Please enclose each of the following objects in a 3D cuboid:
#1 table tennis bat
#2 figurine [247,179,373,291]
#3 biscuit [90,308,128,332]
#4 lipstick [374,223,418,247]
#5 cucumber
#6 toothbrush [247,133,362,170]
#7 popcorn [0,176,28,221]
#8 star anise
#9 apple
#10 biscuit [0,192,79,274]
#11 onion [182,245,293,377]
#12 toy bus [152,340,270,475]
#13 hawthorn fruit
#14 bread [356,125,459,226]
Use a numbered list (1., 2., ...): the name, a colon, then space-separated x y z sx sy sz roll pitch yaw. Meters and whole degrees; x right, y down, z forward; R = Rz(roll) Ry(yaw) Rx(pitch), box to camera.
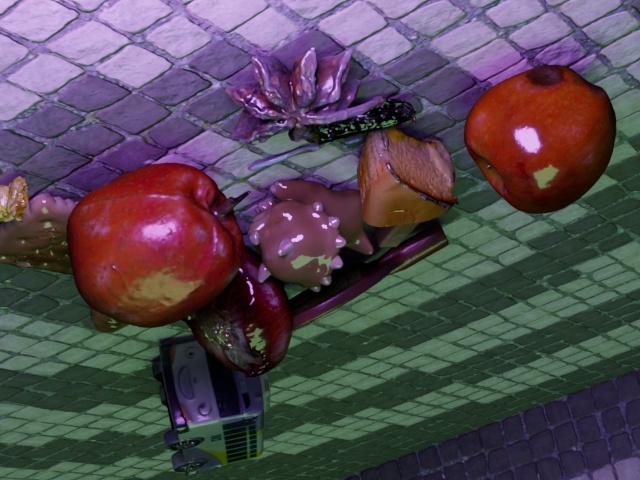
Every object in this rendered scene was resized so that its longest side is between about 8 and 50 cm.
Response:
1. table tennis bat: 0.058 0.084 2.177 0.414 0.051 0.268 -28 -174 3
2. figurine: -0.006 0.001 1.933 0.177 0.173 0.247 -31 150 34
3. biscuit: -0.369 0.134 2.180 0.183 0.061 0.118 -19 154 14
4. lipstick: 0.151 -0.038 2.082 0.045 0.045 0.145 -3 155 -24
5. cucumber: 0.058 -0.183 1.714 0.181 0.053 0.053 -12 156 -5
6. toothbrush: -0.026 -0.141 1.800 0.193 0.019 0.013 -16 157 10
7. popcorn: -0.471 -0.060 1.704 0.068 0.060 0.083 11 139 -42
8. star anise: -0.020 -0.198 1.591 0.231 0.089 0.209 -8 157 -1
9. apple: 0.341 -0.159 1.721 0.230 0.230 0.230 -11 156 -5
10. biscuit: -0.395 0.007 1.910 0.217 0.044 0.324 -30 151 36
11. onion: -0.141 0.101 2.032 0.195 0.272 0.272 -30 168 -34
12. toy bus: -0.243 0.380 2.599 0.249 0.209 0.440 -11 157 -8
13. hawthorn fruit: -0.228 -0.010 1.715 0.300 0.254 0.254 -30 151 28
14. bread: 0.150 -0.114 1.809 0.160 0.140 0.169 -2 154 -9
